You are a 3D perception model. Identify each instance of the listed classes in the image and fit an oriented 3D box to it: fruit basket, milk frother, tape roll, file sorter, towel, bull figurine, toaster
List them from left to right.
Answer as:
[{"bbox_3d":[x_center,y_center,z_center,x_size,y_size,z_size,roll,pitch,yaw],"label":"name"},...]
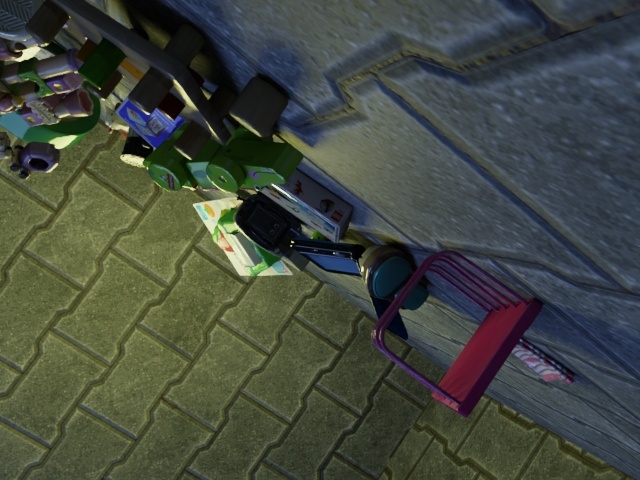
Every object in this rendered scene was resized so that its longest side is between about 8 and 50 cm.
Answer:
[{"bbox_3d":[-0.728,-0.392,1.755,0.321,0.077,0.321,38,-145,-34],"label":"tape roll"},{"bbox_3d":[-0.570,-0.325,2.188,0.188,0.101,0.310,32,173,12],"label":"bull figurine"},{"bbox_3d":[-0.458,-0.271,1.874,0.129,0.134,0.143,-4,159,41],"label":"milk frother"},{"bbox_3d":[-0.281,0.000,2.324,0.353,0.165,0.327,-7,120,49],"label":"fruit basket"},{"bbox_3d":[-0.168,-0.053,1.981,0.227,0.129,0.146,35,176,-12],"label":"toaster"},{"bbox_3d":[0.203,0.145,1.137,0.182,0.202,0.290,36,174,7],"label":"file sorter"},{"bbox_3d":[0.427,0.236,1.426,0.197,0.029,0.144,35,173,6],"label":"towel"}]

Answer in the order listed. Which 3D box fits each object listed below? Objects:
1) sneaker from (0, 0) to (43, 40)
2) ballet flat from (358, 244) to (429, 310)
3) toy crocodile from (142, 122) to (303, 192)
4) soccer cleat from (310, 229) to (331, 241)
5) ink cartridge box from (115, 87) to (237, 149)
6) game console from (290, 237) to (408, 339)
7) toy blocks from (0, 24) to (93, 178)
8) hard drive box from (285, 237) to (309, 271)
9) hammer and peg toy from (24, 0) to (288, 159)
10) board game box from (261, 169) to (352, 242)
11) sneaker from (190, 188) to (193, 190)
[{"bbox_3d":[-0.623,-0.478,1.258,0.350,0.131,0.148,40,-178,9],"label":"sneaker"},{"bbox_3d":[0.136,0.068,1.404,0.106,0.107,0.316,47,180,29],"label":"ballet flat"},{"bbox_3d":[-0.177,-0.129,1.157,0.340,0.115,0.105,5,141,32],"label":"toy crocodile"},{"bbox_3d":[0.000,0.000,1.721,0.060,0.072,0.179,34,174,8],"label":"soccer cleat"},{"bbox_3d":[-0.245,-0.217,1.230,0.206,0.045,0.208,44,141,-16],"label":"ink cartridge box"},{"bbox_3d":[0.074,0.118,1.600,0.250,0.173,0.293,7,167,20],"label":"game console"},{"bbox_3d":[-0.602,-0.352,1.494,0.260,0.309,0.288,-10,151,12],"label":"toy blocks"},{"bbox_3d":[-0.137,0.012,2.491,0.181,0.089,0.232,34,173,16],"label":"hard drive box"},{"bbox_3d":[-0.215,-0.215,0.966,0.361,0.127,0.266,34,174,11],"label":"hammer and peg toy"},{"bbox_3d":[-0.076,-0.112,1.359,0.305,0.053,0.193,35,172,5],"label":"board game box"},{"bbox_3d":[-0.389,-0.230,1.945,0.129,0.111,0.297,46,168,-29],"label":"sneaker"}]
